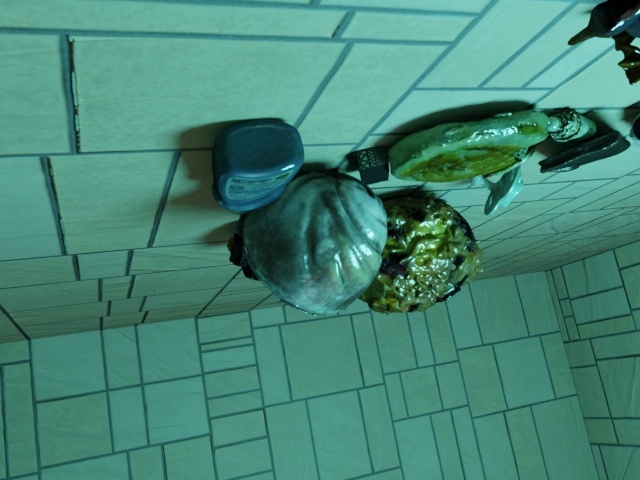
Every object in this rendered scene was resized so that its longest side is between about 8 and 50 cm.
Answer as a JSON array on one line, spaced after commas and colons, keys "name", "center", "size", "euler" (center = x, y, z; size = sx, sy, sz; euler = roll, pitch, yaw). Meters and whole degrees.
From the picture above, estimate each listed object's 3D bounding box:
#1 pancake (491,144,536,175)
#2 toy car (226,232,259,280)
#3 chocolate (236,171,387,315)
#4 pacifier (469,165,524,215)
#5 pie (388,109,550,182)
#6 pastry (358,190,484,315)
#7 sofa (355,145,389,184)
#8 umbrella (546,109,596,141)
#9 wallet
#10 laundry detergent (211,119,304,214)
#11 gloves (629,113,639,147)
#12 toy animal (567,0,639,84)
[{"name": "pancake", "center": [0.404, -0.171, 1.284], "size": [0.108, 0.017, 0.108], "euler": [-37, -166, 11]}, {"name": "toy car", "center": [-0.087, 0.008, 1.570], "size": [0.301, 0.118, 0.193], "euler": [0, 145, -24]}, {"name": "chocolate", "center": [0.013, -0.027, 1.212], "size": [0.303, 0.303, 0.213], "euler": [3, 141, -47]}, {"name": "pacifier", "center": [0.402, -0.135, 1.427], "size": [0.117, 0.126, 0.150], "euler": [26, 145, 0]}, {"name": "pie", "center": [0.272, -0.171, 1.166], "size": [0.303, 0.066, 0.302], "euler": [-9, 170, -2]}, {"name": "pastry", "center": [0.246, 0.037, 1.584], "size": [0.338, 0.292, 0.405], "euler": [-19, 160, -12]}, {"name": "sofa", "center": [0.104, -0.146, 1.216], "size": [0.060, 0.039, 0.118], "euler": [-10, 168, 5]}, {"name": "umbrella", "center": [0.472, -0.217, 1.169], "size": [0.144, 0.062, 0.067], "euler": [-2, -165, -37]}, {"name": "wallet", "center": [0.563, -0.182, 1.305], "size": [0.165, 0.042, 0.309], "euler": [-22, 175, 29]}, {"name": "laundry detergent", "center": [-0.123, -0.114, 1.075], "size": [0.143, 0.094, 0.290], "euler": [-13, 172, -17]}, {"name": "gloves", "center": [0.698, -0.219, 1.242], "size": [0.119, 0.097, 0.229], "euler": [-15, 163, 39]}, {"name": "toy animal", "center": [0.437, -0.272, 0.730], "size": [0.298, 0.122, 0.185], "euler": [-10, 167, -8]}]
